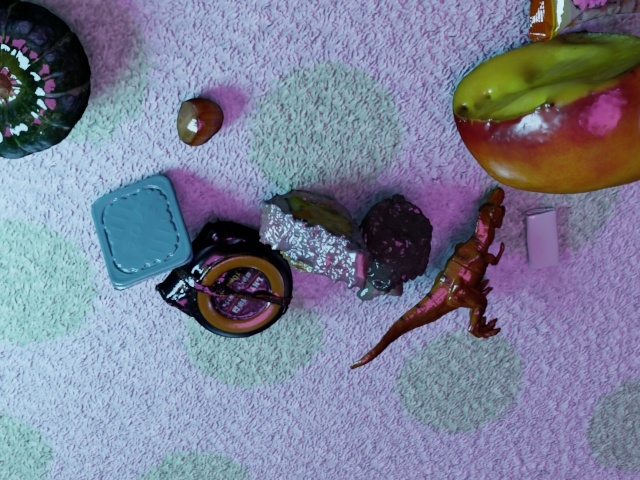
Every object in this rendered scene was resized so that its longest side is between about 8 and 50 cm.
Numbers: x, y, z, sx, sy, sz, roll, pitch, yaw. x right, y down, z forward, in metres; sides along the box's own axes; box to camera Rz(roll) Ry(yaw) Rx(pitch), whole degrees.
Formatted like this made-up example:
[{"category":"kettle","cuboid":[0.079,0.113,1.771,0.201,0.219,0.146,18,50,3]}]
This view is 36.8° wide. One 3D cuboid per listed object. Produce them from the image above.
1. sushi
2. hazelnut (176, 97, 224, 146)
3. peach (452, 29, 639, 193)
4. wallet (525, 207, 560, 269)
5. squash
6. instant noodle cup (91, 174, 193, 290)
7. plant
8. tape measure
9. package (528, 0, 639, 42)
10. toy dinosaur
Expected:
[{"category":"sushi","cuboid":[0.008,-0.006,1.685,0.241,0.161,0.107,24,116,22]},{"category":"hazelnut","cuboid":[-0.204,-0.203,1.628,0.086,0.086,0.086,-3,120,-5]},{"category":"peach","cuboid":[0.400,-0.192,1.569,0.306,0.380,0.242,-36,119,-15]},{"category":"wallet","cuboid":[0.423,-0.004,1.833,0.061,0.025,0.122,-11,120,2]},{"category":"squash","cuboid":[-0.487,-0.256,1.510,0.252,0.165,0.252,-1,120,-2]},{"category":"instant noodle cup","cuboid":[-0.305,-0.010,1.686,0.157,0.179,0.070,-22,160,6]},{"category":"plant","cuboid":[0.127,0.021,1.742,0.142,0.131,0.203,-21,144,-32]},{"category":"tape measure","cuboid":[-0.160,0.072,1.756,0.223,0.135,0.202,32,101,-24]},{"category":"package","cuboid":[0.453,-0.441,1.525,0.288,0.108,0.223,-14,103,6]},{"category":"toy dinosaur","cuboid":[0.250,0.111,1.782,0.432,0.097,0.208,-55,132,-8]}]
